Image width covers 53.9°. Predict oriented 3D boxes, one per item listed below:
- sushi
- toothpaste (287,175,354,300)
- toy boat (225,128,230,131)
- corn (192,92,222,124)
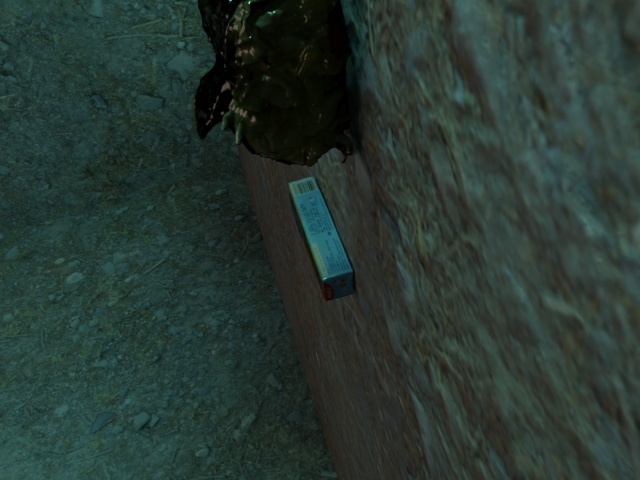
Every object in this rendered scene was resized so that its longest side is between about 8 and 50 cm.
[{"bbox_3d":[-0.045,-0.155,0.560,0.213,0.147,0.115,92,162,-53],"label":"sushi"},{"bbox_3d":[0.000,0.000,0.901,0.070,0.044,0.194,82,170,-49],"label":"toothpaste"},{"bbox_3d":[-0.174,-0.369,1.302,0.141,0.098,0.318,-117,17,-45],"label":"toy boat"},{"bbox_3d":[-0.166,-0.263,1.221,0.261,0.097,0.097,19,127,51],"label":"corn"}]
